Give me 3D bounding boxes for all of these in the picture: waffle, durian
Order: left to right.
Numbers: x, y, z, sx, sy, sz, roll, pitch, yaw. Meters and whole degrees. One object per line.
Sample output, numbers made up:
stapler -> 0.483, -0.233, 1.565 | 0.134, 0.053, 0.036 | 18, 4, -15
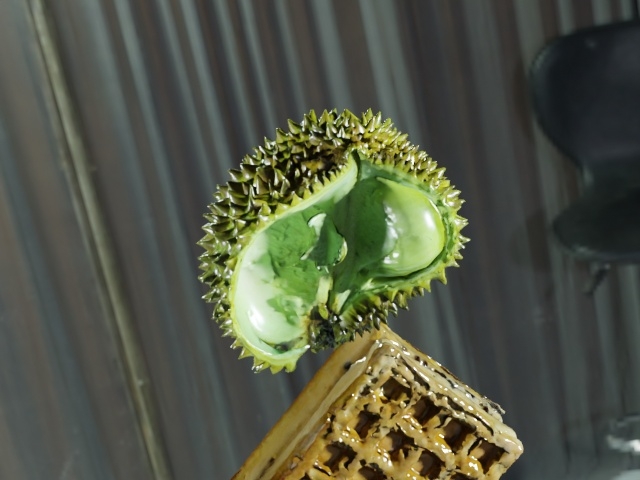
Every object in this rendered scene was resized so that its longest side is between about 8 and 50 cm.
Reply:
durian -> 0.003, -0.003, 1.112 | 0.237, 0.200, 0.176 | -40, 13, 5
waffle -> 0.038, 0.259, 1.341 | 0.308, 0.213, 0.091 | -50, 22, 9
